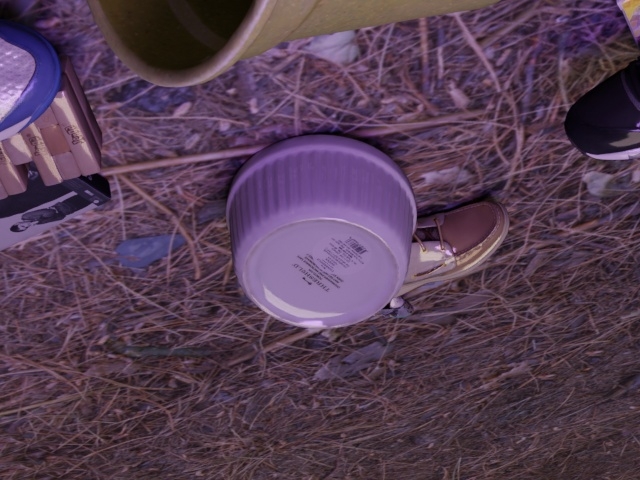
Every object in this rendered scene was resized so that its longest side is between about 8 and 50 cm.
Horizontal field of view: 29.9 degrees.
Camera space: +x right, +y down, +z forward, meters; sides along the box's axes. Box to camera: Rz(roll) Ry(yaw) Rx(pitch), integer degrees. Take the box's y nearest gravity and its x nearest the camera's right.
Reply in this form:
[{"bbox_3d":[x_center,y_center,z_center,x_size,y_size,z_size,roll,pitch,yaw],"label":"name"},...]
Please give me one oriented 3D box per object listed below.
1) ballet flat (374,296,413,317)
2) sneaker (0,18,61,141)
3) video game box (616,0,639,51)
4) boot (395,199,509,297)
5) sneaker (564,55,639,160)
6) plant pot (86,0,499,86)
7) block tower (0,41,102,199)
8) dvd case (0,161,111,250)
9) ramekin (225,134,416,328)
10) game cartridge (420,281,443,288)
[{"bbox_3d":[0.081,0.083,1.615,0.114,0.041,0.041,1,150,-27],"label":"ballet flat"},{"bbox_3d":[-0.346,-0.126,0.895,0.296,0.111,0.131,-3,175,-10],"label":"sneaker"},{"bbox_3d":[0.393,-0.235,1.140,0.205,0.048,0.187,-22,153,17],"label":"video game box"},{"bbox_3d":[0.102,-0.006,1.416,0.213,0.077,0.165,-26,148,24],"label":"boot"},{"bbox_3d":[0.348,-0.179,1.099,0.283,0.107,0.124,-24,135,13],"label":"sneaker"},{"bbox_3d":[0.009,-0.241,0.772,0.254,0.276,0.276,-8,155,-36],"label":"plant pot"},{"bbox_3d":[-0.362,-0.073,1.040,0.336,0.091,0.097,-14,130,4],"label":"block tower"},{"bbox_3d":[-0.359,-0.038,1.202,0.239,0.029,0.179,-22,151,18],"label":"dvd case"},{"bbox_3d":[0.000,0.000,1.272,0.207,0.109,0.207,0,133,0],"label":"ramekin"},{"bbox_3d":[0.128,0.048,1.591,0.083,0.017,0.056,-5,155,-16],"label":"game cartridge"}]
